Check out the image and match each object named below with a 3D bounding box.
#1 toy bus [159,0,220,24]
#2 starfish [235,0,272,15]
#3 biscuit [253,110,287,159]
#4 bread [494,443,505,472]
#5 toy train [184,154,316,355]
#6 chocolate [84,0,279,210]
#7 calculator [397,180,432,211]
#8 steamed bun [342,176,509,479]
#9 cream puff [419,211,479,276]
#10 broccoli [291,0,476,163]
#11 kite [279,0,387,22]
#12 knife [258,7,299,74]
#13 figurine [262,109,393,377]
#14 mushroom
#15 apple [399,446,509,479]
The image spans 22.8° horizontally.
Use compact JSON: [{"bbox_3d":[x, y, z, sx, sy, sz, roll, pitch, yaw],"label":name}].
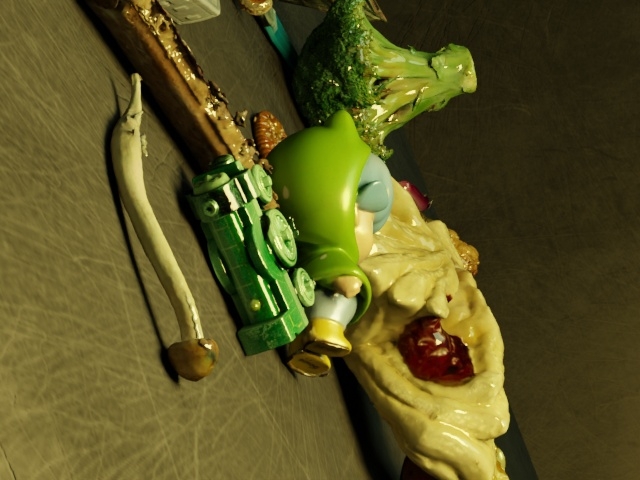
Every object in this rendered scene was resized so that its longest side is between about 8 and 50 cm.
[{"bbox_3d":[-0.154,-0.271,1.612,0.190,0.064,0.075,9,71,-79],"label":"toy bus"},{"bbox_3d":[-0.117,-0.457,2.135,0.312,0.113,0.303,67,9,13],"label":"starfish"},{"bbox_3d":[-0.040,-0.072,1.896,0.126,0.025,0.206,42,27,-69],"label":"biscuit"},{"bbox_3d":[0.185,0.310,2.124,0.128,0.088,0.232,59,15,4],"label":"bread"},{"bbox_3d":[-0.065,0.011,1.430,0.178,0.071,0.104,68,20,-9],"label":"toy train"},{"bbox_3d":[-0.124,-0.140,1.440,0.102,0.065,0.329,49,-5,42],"label":"chocolate"},{"bbox_3d":[0.085,-0.044,2.250,0.190,0.126,0.034,25,50,-76],"label":"calculator"},{"bbox_3d":[0.094,0.063,1.800,0.247,0.189,0.428,17,29,-17],"label":"steamed bun"},{"bbox_3d":[0.106,0.031,2.170,0.169,0.183,0.183,46,5,11],"label":"cream puff"},{"bbox_3d":[0.090,-0.238,2.299,0.269,0.269,0.254,0,83,-80],"label":"broccoli"},{"bbox_3d":[-0.011,-0.400,2.359,0.267,0.013,0.323,36,-21,-3],"label":"kite"},{"bbox_3d":[-0.048,-0.273,2.351,0.296,0.026,0.044,59,15,-56],"label":"knife"},{"bbox_3d":[0.000,0.000,1.589,0.162,0.143,0.263,132,-33,-54],"label":"figurine"},{"bbox_3d":[-0.132,-0.028,1.231,0.068,0.043,0.306,86,-12,-57],"label":"mushroom"},{"bbox_3d":[0.162,0.303,1.814,0.158,0.147,0.156,48,-6,36],"label":"apple"}]
